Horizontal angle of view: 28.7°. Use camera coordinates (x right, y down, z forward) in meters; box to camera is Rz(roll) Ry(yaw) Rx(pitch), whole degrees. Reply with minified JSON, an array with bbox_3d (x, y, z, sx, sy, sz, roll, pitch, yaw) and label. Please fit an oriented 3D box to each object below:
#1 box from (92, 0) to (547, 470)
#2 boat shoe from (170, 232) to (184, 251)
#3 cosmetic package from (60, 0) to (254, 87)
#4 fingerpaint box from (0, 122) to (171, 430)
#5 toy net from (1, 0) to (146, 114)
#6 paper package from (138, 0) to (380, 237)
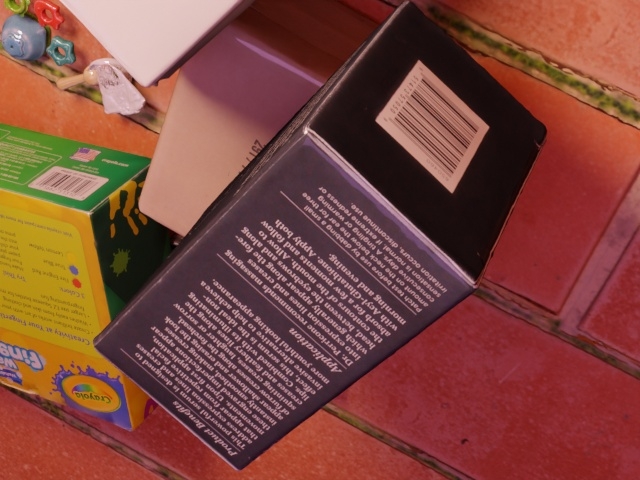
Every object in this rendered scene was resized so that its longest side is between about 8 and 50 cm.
[{"bbox_3d":[0.000,0.000,1.284,0.212,0.293,0.395,42,129,-7],"label":"box"},{"bbox_3d":[-0.156,0.045,1.772,0.152,0.049,0.056,39,133,-1],"label":"boat shoe"},{"bbox_3d":[-0.078,-0.335,1.248,0.385,0.217,0.156,-41,98,4],"label":"cosmetic package"},{"bbox_3d":[-0.426,0.032,1.811,0.444,0.163,0.371,14,127,27],"label":"fingerpaint box"},{"bbox_3d":[-0.323,-0.251,1.661,0.232,0.045,0.122,28,129,6],"label":"toy net"},{"bbox_3d":[-0.027,-0.118,1.516,0.309,0.168,0.325,30,130,6],"label":"paper package"}]
